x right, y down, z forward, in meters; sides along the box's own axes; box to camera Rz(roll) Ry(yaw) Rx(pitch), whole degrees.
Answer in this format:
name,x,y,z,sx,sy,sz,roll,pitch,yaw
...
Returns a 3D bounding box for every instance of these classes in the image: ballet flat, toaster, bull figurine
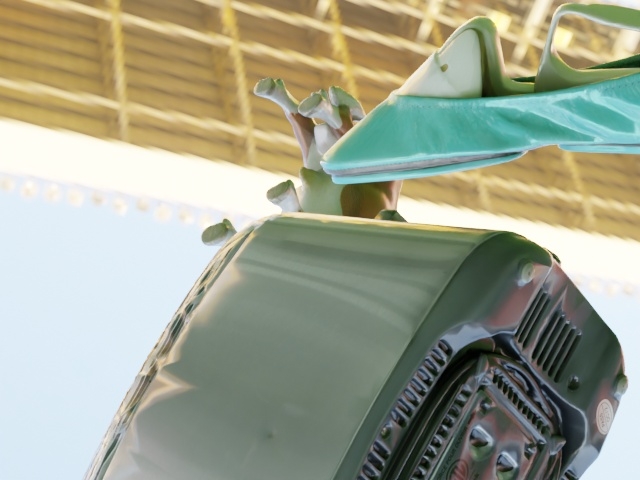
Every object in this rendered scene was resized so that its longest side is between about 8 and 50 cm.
name,x,y,z,sx,sy,sz,roll,pitch,yaw
ballet flat,0.117,-0.084,0.801,0.247,0.087,0.083,-4,-167,17
toaster,0.005,0.092,0.571,0.146,0.227,0.129,14,159,44
bull figurine,0.000,0.000,1.235,0.188,0.101,0.310,53,-148,-35
